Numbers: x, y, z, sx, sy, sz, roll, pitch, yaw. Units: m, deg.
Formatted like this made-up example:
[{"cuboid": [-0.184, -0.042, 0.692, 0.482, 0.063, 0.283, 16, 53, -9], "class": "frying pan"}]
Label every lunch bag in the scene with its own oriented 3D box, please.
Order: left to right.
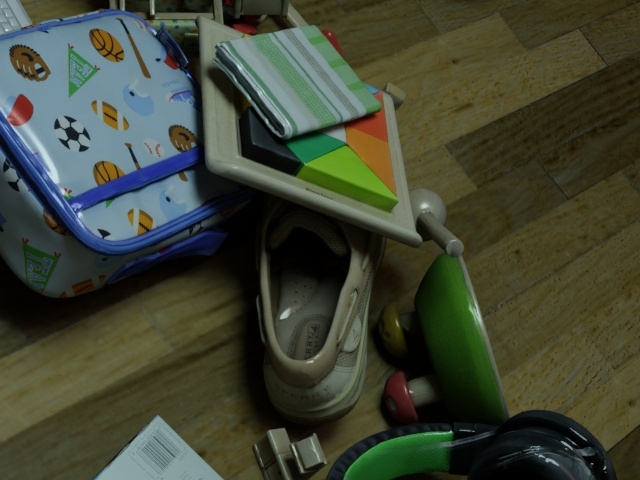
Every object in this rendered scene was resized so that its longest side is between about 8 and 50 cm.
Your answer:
[{"cuboid": [-0.189, -0.079, 1.451, 0.243, 0.115, 0.303, 52, 33, 7], "class": "lunch bag"}]

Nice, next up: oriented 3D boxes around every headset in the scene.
[{"cuboid": [0.200, 0.225, 1.405, 0.394, 0.185, 0.243, 6, 26, 2], "class": "headset"}]

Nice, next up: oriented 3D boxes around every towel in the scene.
[{"cuboid": [-0.020, -0.146, 1.509, 0.113, 0.023, 0.152, 53, 36, 14], "class": "towel"}]

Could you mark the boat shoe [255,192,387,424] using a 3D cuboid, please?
[{"cuboid": [0.000, 0.000, 1.533, 0.122, 0.110, 0.341, -4, 54, 5], "class": "boat shoe"}]

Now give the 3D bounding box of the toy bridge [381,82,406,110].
[{"cuboid": [0.052, -0.079, 1.700, 0.026, 0.063, 0.188, 28, 46, -18], "class": "toy bridge"}]

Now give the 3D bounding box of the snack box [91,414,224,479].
[{"cuboid": [-0.157, 0.298, 1.251, 0.187, 0.060, 0.322, 45, 42, 0], "class": "snack box"}]

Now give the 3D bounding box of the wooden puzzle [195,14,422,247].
[{"cuboid": [-0.010, -0.109, 1.523, 0.221, 0.044, 0.238, 20, 36, -26], "class": "wooden puzzle"}]

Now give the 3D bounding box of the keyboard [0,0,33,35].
[{"cuboid": [-0.335, -0.256, 1.570, 0.072, 0.014, 0.256, -18, 71, -44], "class": "keyboard"}]

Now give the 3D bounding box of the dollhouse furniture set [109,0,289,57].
[{"cuboid": [-0.114, -0.253, 1.586, 0.182, 0.161, 0.101, -1, 56, -7], "class": "dollhouse furniture set"}]

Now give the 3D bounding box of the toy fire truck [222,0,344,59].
[{"cuboid": [-0.072, -0.249, 1.745, 0.135, 0.047, 0.192, -14, 67, -44], "class": "toy fire truck"}]

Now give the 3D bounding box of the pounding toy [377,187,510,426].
[{"cuboid": [0.099, 0.086, 1.569, 0.183, 0.110, 0.237, -101, 174, -68], "class": "pounding toy"}]

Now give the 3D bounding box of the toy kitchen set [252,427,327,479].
[{"cuboid": [-0.043, 0.202, 1.408, 0.075, 0.068, 0.083, -2, 60, -39], "class": "toy kitchen set"}]
